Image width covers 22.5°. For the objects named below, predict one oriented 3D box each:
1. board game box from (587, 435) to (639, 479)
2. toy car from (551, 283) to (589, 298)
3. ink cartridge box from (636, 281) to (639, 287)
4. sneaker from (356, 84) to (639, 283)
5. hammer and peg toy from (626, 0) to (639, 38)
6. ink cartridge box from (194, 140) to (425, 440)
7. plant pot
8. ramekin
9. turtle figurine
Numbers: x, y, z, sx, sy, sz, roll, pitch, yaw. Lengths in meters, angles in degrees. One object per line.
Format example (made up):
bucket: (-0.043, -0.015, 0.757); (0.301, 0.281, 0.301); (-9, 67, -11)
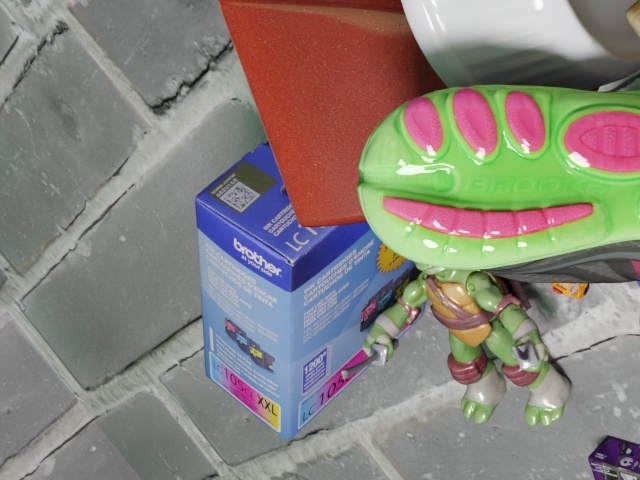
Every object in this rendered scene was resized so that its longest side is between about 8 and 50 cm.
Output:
board game box: (0.469, 0.349, 1.790); (0.347, 0.056, 0.208); (12, 137, 47)
toy car: (0.238, 0.018, 1.735); (0.122, 0.040, 0.060); (42, 149, 15)
ink cartridge box: (0.389, -0.036, 1.446); (0.165, 0.065, 0.333); (57, 149, -12)
sneaker: (0.270, -0.042, 1.275); (0.483, 0.185, 0.202); (9, -178, -1)
hammer and peg toy: (0.185, -0.265, 1.003); (0.266, 0.127, 0.361); (55, -172, 15)
ink cartridge box: (0.000, 0.000, 1.808); (0.151, 0.270, 0.395); (33, 146, 25)
plant pot: (0.107, -0.178, 1.499); (0.236, 0.267, 0.267); (8, 130, 37)
ramekin: (0.187, -0.240, 1.303); (0.127, 0.273, 0.272); (-5, 120, 42)
turtle figurine: (0.156, 0.135, 1.786); (0.266, 0.198, 0.274); (52, -162, -38)
